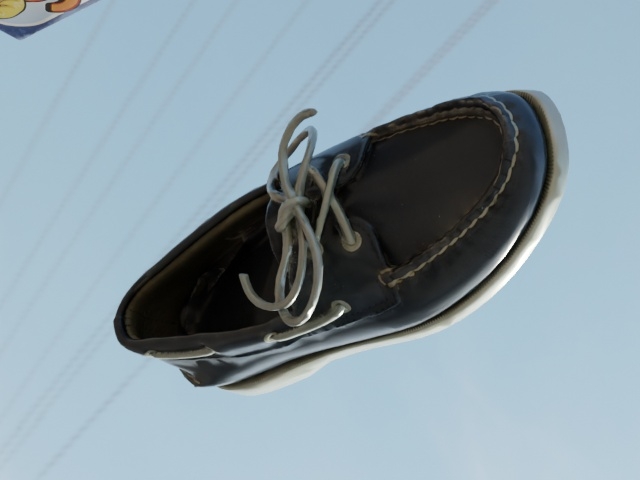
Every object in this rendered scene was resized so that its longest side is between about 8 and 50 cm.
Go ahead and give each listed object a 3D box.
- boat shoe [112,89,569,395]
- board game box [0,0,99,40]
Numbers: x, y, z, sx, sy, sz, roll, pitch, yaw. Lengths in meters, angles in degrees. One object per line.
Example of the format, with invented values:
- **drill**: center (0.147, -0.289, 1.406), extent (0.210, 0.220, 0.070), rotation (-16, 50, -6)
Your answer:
- **boat shoe**: center (0.000, 0.000, 0.713), extent (0.254, 0.079, 0.095), rotation (-26, -121, 45)
- **board game box**: center (-0.126, -0.165, 0.737), extent (0.201, 0.136, 0.035), rotation (-18, -120, 38)
